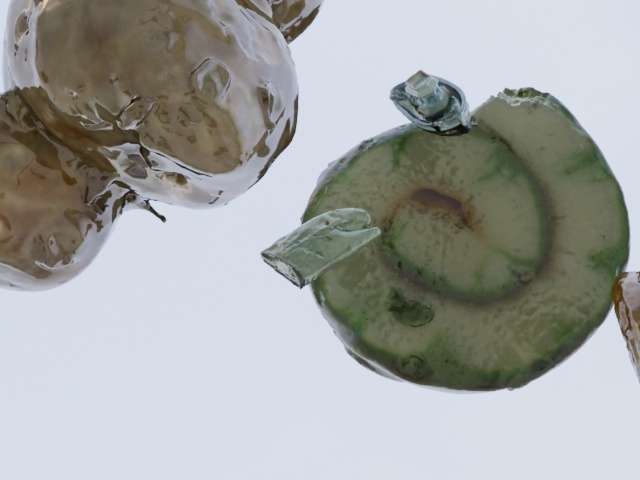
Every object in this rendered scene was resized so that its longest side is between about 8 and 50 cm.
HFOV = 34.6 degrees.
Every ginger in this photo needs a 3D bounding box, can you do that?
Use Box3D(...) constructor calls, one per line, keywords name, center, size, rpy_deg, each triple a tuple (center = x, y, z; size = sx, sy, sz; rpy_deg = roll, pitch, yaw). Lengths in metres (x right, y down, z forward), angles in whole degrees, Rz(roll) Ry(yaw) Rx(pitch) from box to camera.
Box3D(name="ginger", center=(-0.100, -0.139, 0.650), size=(0.256, 0.375, 0.176), rpy_deg=(-11, -45, 45))

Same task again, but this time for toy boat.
Box3D(name="toy boat", center=(0.113, -0.149, 1.074), size=(0.059, 0.140, 0.066), rpy_deg=(-43, -57, 0))

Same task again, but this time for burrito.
Box3D(name="burrito", center=(0.002, 0.002, 1.065), size=(0.074, 0.118, 0.044), rpy_deg=(37, -25, 47))

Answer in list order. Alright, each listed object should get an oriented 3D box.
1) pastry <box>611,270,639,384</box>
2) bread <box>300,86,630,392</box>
Box3D(name="pastry", center=(0.327, 0.113, 0.831), size=(0.132, 0.235, 0.240), rpy_deg=(-20, -67, 14))
Box3D(name="bread", center=(0.169, -0.009, 1.202), size=(0.366, 0.129, 0.382), rpy_deg=(21, -100, 7))
